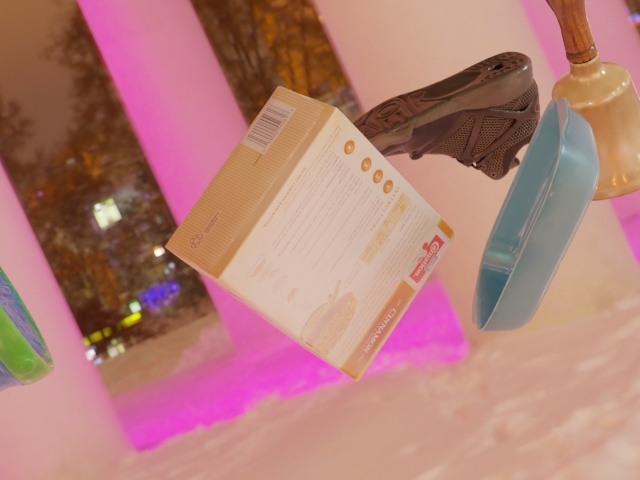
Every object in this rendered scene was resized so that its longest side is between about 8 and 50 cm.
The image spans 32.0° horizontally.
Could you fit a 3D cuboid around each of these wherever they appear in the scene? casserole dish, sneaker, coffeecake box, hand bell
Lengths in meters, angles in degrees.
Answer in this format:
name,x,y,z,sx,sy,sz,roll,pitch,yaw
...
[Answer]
name,x,y,z,sx,sy,sz,roll,pitch,yaw
casserole dish,0.157,-0.013,0.809,0.037,0.188,0.114,16,34,-3
sneaker,0.139,-0.110,1.240,0.228,0.130,0.087,-21,29,2
coffeecake box,0.000,0.000,0.826,0.068,0.185,0.142,28,80,44
hand bell,0.216,-0.166,0.932,0.126,0.242,0.126,-17,33,11

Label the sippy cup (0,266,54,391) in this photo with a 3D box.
name,x,y,z,sx,sy,sz,roll,pitch,yaw
sippy cup,-0.455,0.107,1.251,0.224,0.240,0.305,-32,-40,-8
